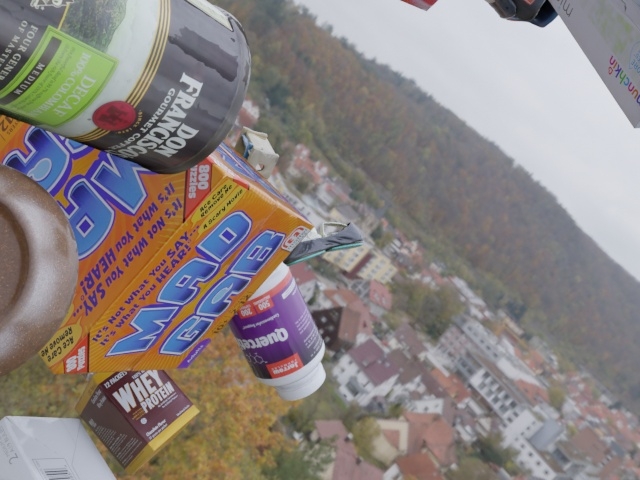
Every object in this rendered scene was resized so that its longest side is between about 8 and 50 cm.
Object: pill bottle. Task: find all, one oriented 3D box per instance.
[{"bbox_3d":[-0.105,0.202,1.458,0.181,0.181,0.323,-114,180,-70],"label":"pill bottle"}]

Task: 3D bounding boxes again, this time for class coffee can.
[{"bbox_3d":[-0.234,-0.199,0.624,0.275,0.201,0.201,18,24,-53],"label":"coffee can"}]

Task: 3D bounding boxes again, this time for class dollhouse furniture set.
[{"bbox_3d":[-0.218,-0.195,1.489,0.183,0.129,0.129,14,26,-28],"label":"dollhouse furniture set"}]

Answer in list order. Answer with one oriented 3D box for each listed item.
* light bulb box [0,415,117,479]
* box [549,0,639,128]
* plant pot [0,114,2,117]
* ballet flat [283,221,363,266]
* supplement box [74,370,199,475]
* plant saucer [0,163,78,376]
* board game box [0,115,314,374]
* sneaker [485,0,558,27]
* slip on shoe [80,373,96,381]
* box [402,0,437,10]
[{"bbox_3d":[-0.534,0.566,1.120,0.358,0.361,0.225,46,0,24],"label":"light bulb box"},{"bbox_3d":[0.425,-0.313,0.772,0.231,0.126,0.262,101,-24,-57],"label":"box"},{"bbox_3d":[-0.602,-0.207,1.164,0.284,0.284,0.191,42,29,-6],"label":"plant pot"},{"bbox_3d":[0.000,0.000,1.327,0.203,0.074,0.074,-15,48,-34],"label":"ballet flat"},{"bbox_3d":[-0.394,0.360,1.353,0.194,0.191,0.129,47,46,6],"label":"supplement box"},{"bbox_3d":[-0.306,0.022,0.523,0.198,0.198,0.036,43,-16,0],"label":"plant saucer"},{"bbox_3d":[-0.298,-0.039,1.040,0.356,0.356,0.356,44,5,20],"label":"board game box"},{"bbox_3d":[0.287,-0.429,0.995,0.350,0.131,0.148,-1,49,-49],"label":"sneaker"},{"bbox_3d":[-0.450,0.232,1.329,0.041,0.135,0.051,37,-33,1],"label":"slip on shoe"},{"bbox_3d":[0.155,-0.635,1.361,0.300,0.154,0.142,9,63,-32],"label":"box"}]
